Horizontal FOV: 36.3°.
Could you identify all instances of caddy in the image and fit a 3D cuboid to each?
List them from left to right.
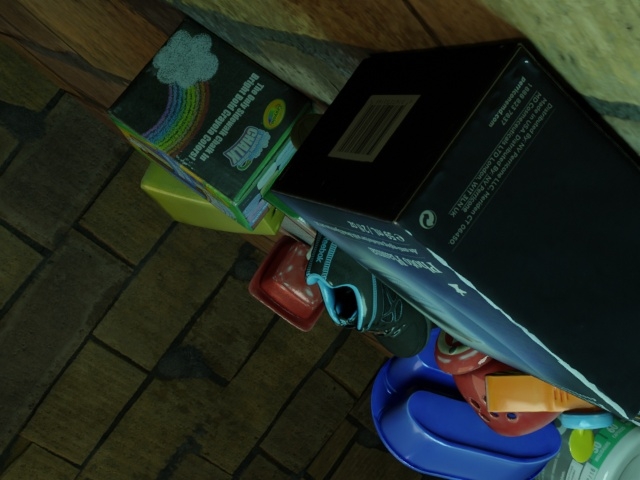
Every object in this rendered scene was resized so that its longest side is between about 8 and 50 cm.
[{"bbox_3d":[0.261,0.294,1.700,0.342,0.241,0.179,15,149,-5],"label":"caddy"}]

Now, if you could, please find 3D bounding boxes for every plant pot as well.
[{"bbox_3d":[-0.138,-0.119,1.589,0.187,0.212,0.212,22,170,12],"label":"plant pot"},{"bbox_3d":[0.288,0.180,1.525,0.174,0.191,0.191,47,170,-17],"label":"plant pot"}]

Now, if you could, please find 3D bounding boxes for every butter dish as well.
[{"bbox_3d":[-0.034,0.072,1.941,0.160,0.159,0.118,37,150,-8],"label":"butter dish"}]

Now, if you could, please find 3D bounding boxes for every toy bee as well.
[{"bbox_3d":[0.391,0.217,1.363,0.298,0.195,0.162,20,-170,31],"label":"toy bee"}]

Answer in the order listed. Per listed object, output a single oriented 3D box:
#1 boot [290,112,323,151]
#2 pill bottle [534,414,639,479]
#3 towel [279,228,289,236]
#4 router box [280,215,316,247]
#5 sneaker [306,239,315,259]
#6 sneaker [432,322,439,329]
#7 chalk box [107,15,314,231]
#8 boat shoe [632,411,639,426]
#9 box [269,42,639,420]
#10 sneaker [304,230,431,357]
[{"bbox_3d":[0.060,-0.083,1.306,0.213,0.077,0.165,29,173,8],"label":"boot"},{"bbox_3d":[0.444,0.362,1.865,0.361,0.204,0.204,29,170,42],"label":"pill bottle"},{"bbox_3d":[0.000,0.000,2.262,0.332,0.053,0.317,36,172,-3],"label":"towel"},{"bbox_3d":[-0.050,-0.070,1.908,0.335,0.082,0.301,39,173,-17],"label":"router box"},{"bbox_3d":[0.078,0.012,1.617,0.111,0.129,0.297,43,166,-19],"label":"sneaker"},{"bbox_3d":[0.195,0.158,1.955,0.210,0.137,0.366,46,175,-21],"label":"sneaker"},{"bbox_3d":[-0.117,-0.140,1.376,0.289,0.180,0.179,37,173,8],"label":"chalk box"},{"bbox_3d":[0.456,0.230,1.546,0.183,0.065,0.083,25,165,33],"label":"boat shoe"},{"bbox_3d":[0.153,-0.014,0.899,0.294,0.182,0.296,38,173,-21],"label":"box"},{"bbox_3d":[0.066,0.096,1.514,0.125,0.139,0.340,1,142,34],"label":"sneaker"}]
